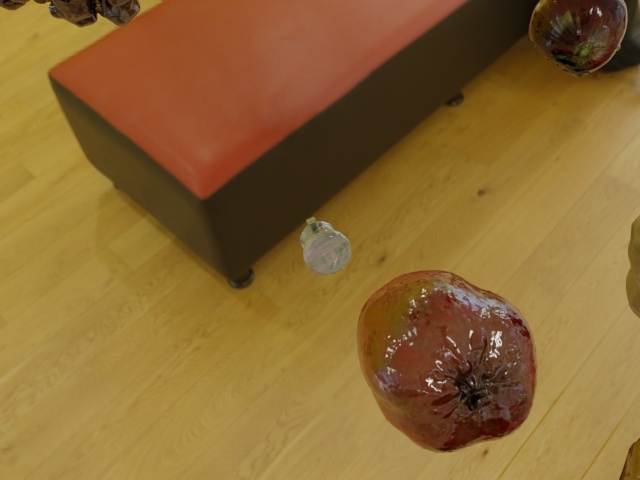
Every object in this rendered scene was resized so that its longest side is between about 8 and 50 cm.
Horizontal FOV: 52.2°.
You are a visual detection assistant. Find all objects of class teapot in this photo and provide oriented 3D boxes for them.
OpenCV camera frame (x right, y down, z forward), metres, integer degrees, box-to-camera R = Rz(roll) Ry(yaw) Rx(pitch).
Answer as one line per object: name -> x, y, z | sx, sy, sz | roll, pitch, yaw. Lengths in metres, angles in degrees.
teapot -> 0.000, 0.000, 0.872 | 0.064, 0.083, 0.064 | -28, 27, -3

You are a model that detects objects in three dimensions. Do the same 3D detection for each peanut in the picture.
peanut -> 0.574, 0.042, 1.076 | 0.149, 0.313, 0.149 | -8, 62, 15

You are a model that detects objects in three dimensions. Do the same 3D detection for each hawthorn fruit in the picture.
hawthorn fruit -> 0.189, 0.175, 1.065 | 0.286, 0.287, 0.330 | -15, 15, -7

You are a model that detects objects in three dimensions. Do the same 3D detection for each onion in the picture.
onion -> 0.328, -0.274, 0.827 | 0.117, 0.119, 0.119 | 10, 50, -22

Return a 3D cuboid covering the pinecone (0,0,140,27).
pinecone -> -0.198, -0.261, 0.498 | 0.204, 0.184, 0.179 | 14, 54, 17

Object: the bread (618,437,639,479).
bread -> 0.243, 0.312, 0.396 | 0.109, 0.381, 0.185 | 5, 10, -31
